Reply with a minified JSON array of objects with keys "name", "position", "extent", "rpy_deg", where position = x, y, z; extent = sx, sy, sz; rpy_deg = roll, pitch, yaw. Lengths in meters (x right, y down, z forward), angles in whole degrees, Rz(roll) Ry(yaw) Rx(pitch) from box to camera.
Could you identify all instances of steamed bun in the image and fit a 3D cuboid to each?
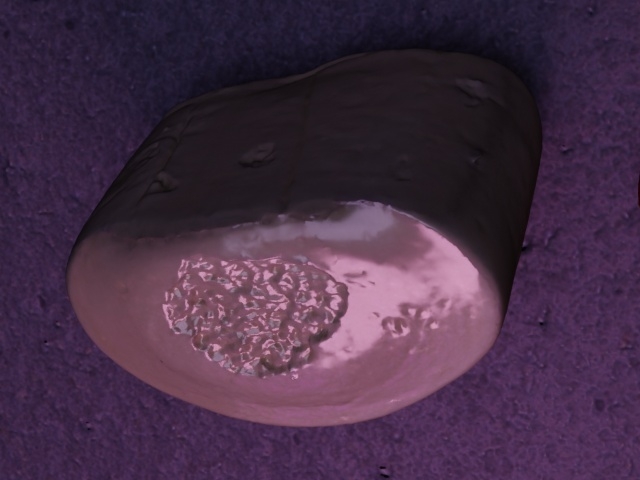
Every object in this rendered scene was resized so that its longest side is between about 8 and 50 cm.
[{"name":"steamed bun","position":[0.000,0.000,1.597],"extent":[0.456,0.371,0.290],"rpy_deg":[-6,123,21]}]

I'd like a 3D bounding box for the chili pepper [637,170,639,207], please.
[{"name":"chili pepper","position":[0.405,0.039,1.629],"extent":[0.110,0.110,0.387],"rpy_deg":[-10,106,19]}]
